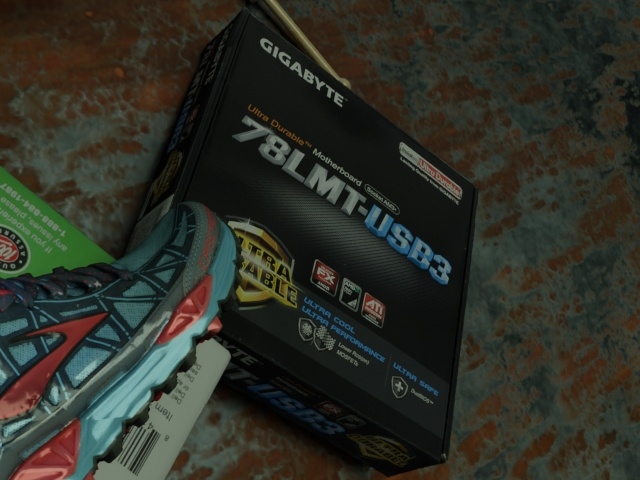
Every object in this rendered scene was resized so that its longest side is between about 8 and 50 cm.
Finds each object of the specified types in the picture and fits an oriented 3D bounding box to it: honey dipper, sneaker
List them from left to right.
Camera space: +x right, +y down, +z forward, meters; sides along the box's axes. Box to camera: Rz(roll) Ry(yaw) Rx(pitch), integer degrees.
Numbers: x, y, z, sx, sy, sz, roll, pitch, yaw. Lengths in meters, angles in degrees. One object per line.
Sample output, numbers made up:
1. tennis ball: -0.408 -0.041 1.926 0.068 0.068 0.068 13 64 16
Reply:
1. sneaker: -0.139 0.050 0.470 0.125 0.104 0.262 46 50 -14
2. honey dipper: -0.025 -0.198 0.866 0.161 0.030 0.030 48 51 -17

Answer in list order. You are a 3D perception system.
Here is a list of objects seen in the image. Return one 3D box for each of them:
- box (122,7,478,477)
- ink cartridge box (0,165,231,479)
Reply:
1. box: 0.000 0.000 0.768 0.295 0.073 0.293 35 49 -25
2. ink cartridge box: -0.216 0.128 0.529 0.211 0.121 0.289 43 52 -19
